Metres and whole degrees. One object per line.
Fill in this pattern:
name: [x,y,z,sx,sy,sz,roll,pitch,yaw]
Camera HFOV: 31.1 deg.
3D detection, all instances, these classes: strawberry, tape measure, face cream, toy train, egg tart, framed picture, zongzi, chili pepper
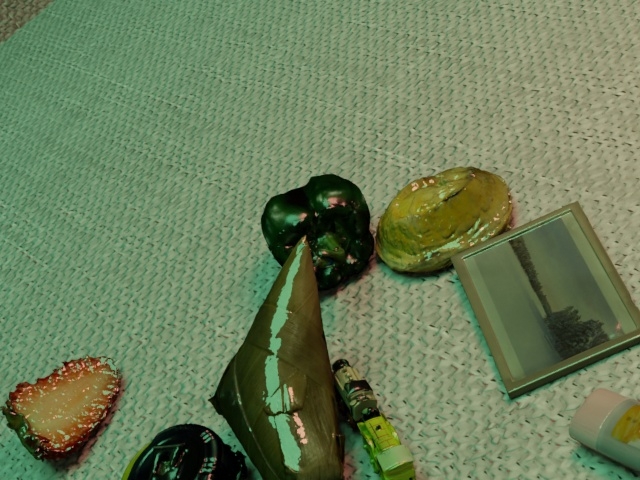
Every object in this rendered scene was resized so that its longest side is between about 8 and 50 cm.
strawberry: [-0.414,0.288,1.902,0.208,0.087,0.167,-22,50,-31]
tape measure: [-0.206,0.352,1.647,0.199,0.112,0.186,-11,39,23]
face cream: [0.400,0.242,1.392,0.084,0.057,0.198,-46,40,-20]
toy train: [0.068,0.252,1.593,0.053,0.085,0.250,-18,35,-11]
egg tart: [0.189,-0.049,1.853,0.252,0.098,0.232,-3,41,37]
framed picture: [0.322,0.078,1.656,0.213,0.016,0.289,-25,41,8]
zongzi: [-0.025,0.183,1.594,0.274,0.145,0.300,50,125,51]
chili pepper: [0.000,0.000,1.865,0.173,0.165,0.261,-14,32,-7]
